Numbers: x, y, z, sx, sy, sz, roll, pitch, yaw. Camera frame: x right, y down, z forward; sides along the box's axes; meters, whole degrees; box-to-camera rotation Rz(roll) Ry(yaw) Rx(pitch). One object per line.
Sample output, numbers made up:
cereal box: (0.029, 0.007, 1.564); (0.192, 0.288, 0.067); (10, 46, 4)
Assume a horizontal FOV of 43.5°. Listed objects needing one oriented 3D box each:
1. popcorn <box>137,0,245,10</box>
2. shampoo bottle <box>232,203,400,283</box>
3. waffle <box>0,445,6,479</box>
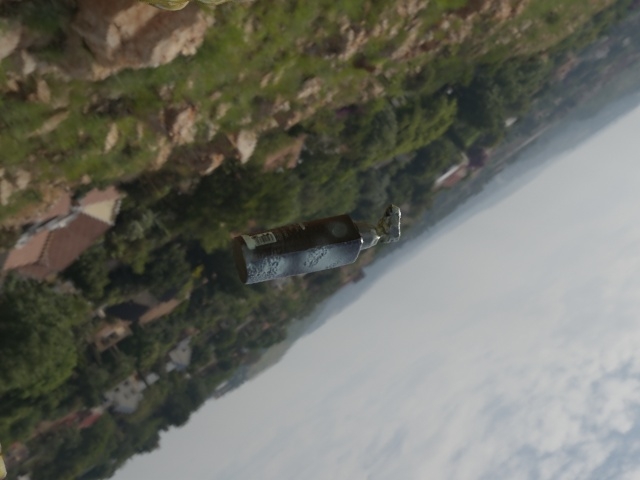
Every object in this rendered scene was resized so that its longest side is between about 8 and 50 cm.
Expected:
popcorn: (-0.109, -0.361, 0.523); (0.344, 0.390, 0.354); (-45, -169, 38)
shampoo bottle: (0.000, 0.001, 0.956); (0.207, 0.057, 0.063); (-12, 145, -22)
waffle: (-0.214, 0.130, 0.355); (0.193, 0.197, 0.070); (-32, 154, 27)
